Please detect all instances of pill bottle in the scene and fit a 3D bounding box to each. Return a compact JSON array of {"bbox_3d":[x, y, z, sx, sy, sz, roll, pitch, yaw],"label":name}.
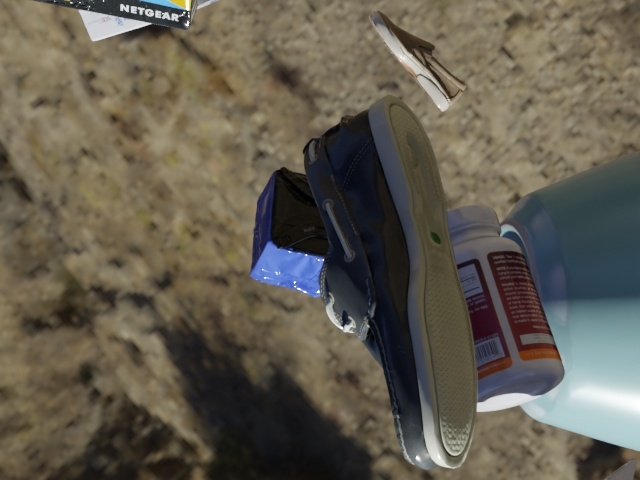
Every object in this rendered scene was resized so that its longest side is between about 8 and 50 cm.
[{"bbox_3d":[0.132,0.052,1.231,0.086,0.086,0.152,121,138,-60],"label":"pill bottle"}]

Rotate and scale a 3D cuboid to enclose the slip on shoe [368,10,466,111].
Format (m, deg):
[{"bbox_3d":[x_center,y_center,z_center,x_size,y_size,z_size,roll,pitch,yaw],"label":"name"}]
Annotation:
[{"bbox_3d":[0.107,-0.205,1.703,0.135,0.041,0.051,50,-176,-8],"label":"slip on shoe"}]

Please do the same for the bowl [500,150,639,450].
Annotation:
[{"bbox_3d":[0.263,0.062,1.526,0.311,0.163,0.311,179,90,-79],"label":"bowl"}]

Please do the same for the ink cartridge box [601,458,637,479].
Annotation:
[{"bbox_3d":[0.193,0.254,1.160,0.060,0.180,0.104,38,144,35],"label":"ink cartridge box"}]

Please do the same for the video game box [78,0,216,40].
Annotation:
[{"bbox_3d":[-0.134,-0.285,1.717,0.187,0.205,0.048,-4,109,46],"label":"video game box"}]

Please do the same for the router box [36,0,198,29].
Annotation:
[{"bbox_3d":[-0.192,-0.261,1.332,0.179,0.046,0.133,11,134,2],"label":"router box"}]

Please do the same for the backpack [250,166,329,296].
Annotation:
[{"bbox_3d":[0.000,0.000,1.406,0.120,0.098,0.101,13,148,-14],"label":"backpack"}]

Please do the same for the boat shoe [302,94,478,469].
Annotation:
[{"bbox_3d":[0.041,0.030,0.926,0.079,0.233,0.084,-21,155,22],"label":"boat shoe"}]
